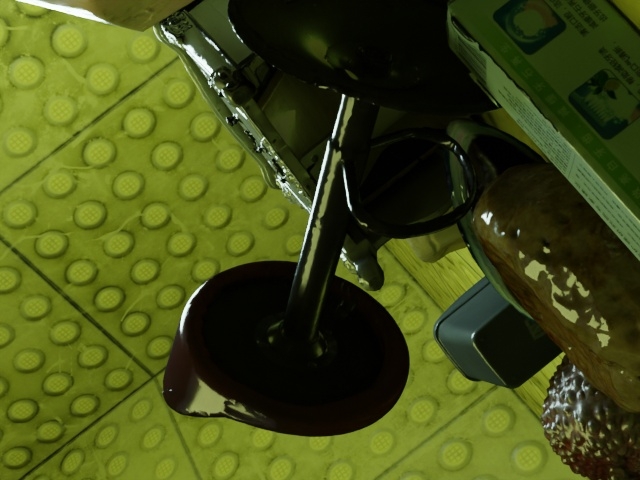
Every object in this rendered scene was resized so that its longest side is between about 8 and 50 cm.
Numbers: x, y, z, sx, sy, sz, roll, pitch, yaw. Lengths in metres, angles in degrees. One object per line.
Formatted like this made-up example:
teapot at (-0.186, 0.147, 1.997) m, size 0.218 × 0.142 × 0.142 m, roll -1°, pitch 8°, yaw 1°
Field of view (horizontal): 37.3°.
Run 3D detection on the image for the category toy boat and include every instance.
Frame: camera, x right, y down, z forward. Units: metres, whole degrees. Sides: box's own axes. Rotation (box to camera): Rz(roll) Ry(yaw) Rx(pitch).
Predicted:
toy boat at (0.199, -0.011, 0.932) m, size 0.262 × 0.114 × 0.115 m, roll 54°, pitch -177°, yaw -29°

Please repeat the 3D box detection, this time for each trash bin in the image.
trash bin at (0.240, 0.096, 1.172) m, size 0.101 × 0.176 × 0.236 m, roll 53°, pitch 175°, yaw 0°

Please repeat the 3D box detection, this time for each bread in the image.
bread at (0.228, 0.029, 0.763) m, size 0.230 × 0.123 × 0.230 m, roll 50°, pitch 179°, yaw 1°

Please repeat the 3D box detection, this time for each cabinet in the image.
cabinet at (0.010, -0.161, 1.046) m, size 0.290 × 0.227 × 0.318 m, roll 54°, pitch 179°, yaw -33°

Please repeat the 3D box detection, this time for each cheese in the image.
cheese at (0.143, -0.074, 1.374) m, size 0.214 × 0.117 × 0.226 m, roll 58°, pitch -176°, yaw 7°

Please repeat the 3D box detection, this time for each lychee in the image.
lychee at (0.321, 0.196, 1.022) m, size 0.165 × 0.165 × 0.197 m, roll 54°, pitch -142°, yaw -52°

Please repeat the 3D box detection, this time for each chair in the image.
chair at (0.000, 0.000, 0.803) m, size 0.226 × 0.226 × 0.401 m, roll 52°, pitch 138°, yaw 39°

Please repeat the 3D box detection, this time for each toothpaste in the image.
toothpaste at (0.208, -0.033, 0.566) m, size 0.336 × 0.081 × 0.067 m, roll 52°, pitch 179°, yaw 16°

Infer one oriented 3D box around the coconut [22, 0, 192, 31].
coconut at (-0.196, -0.348, 0.808) m, size 0.353 × 0.352 × 0.352 m, roll 52°, pitch 179°, yaw 1°
